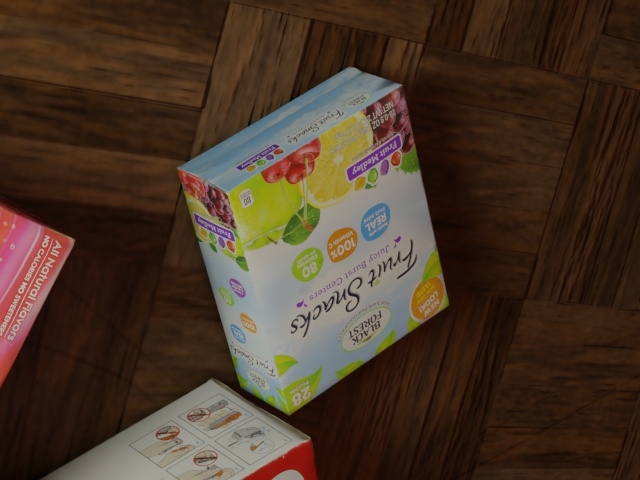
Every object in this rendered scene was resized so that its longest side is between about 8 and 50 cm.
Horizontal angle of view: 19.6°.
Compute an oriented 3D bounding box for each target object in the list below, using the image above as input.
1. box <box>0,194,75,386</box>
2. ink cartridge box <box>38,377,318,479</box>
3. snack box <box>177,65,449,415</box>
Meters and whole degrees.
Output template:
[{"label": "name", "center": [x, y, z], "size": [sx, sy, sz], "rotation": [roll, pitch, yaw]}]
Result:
[{"label": "box", "center": [-0.303, 0.086, 1.132], "size": [0.154, 0.142, 0.300], "rotation": [29, 87, -44]}, {"label": "ink cartridge box", "center": [-0.139, 0.300, 1.370], "size": [0.309, 0.130, 0.271], "rotation": [-30, 126, -29]}, {"label": "snack box", "center": [0.000, 0.000, 1.406], "size": [0.174, 0.070, 0.207], "rotation": [-33, 128, -27]}]
